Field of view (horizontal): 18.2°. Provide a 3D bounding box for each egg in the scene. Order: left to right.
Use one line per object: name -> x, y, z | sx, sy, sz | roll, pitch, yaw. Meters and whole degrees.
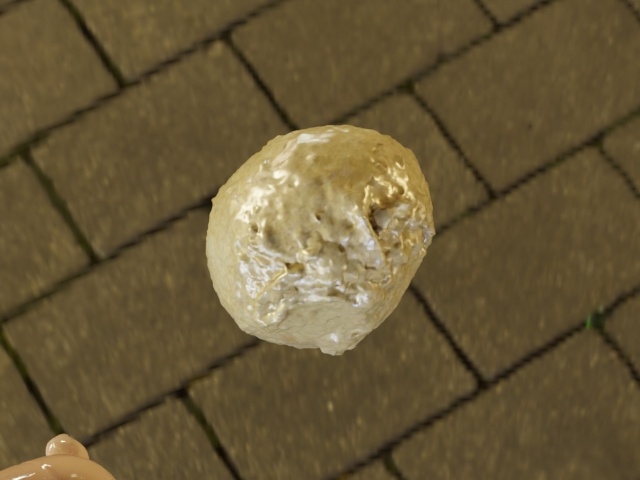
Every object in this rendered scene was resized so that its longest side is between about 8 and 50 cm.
egg -> 0.000, 0.000, 1.037 | 0.118, 0.140, 0.116 | -7, 67, -42

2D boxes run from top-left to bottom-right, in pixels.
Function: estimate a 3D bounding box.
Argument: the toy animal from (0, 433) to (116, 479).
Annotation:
toy animal -> -0.289, 0.286, 1.849 | 0.250, 0.154, 0.166 | -30, 52, -28
